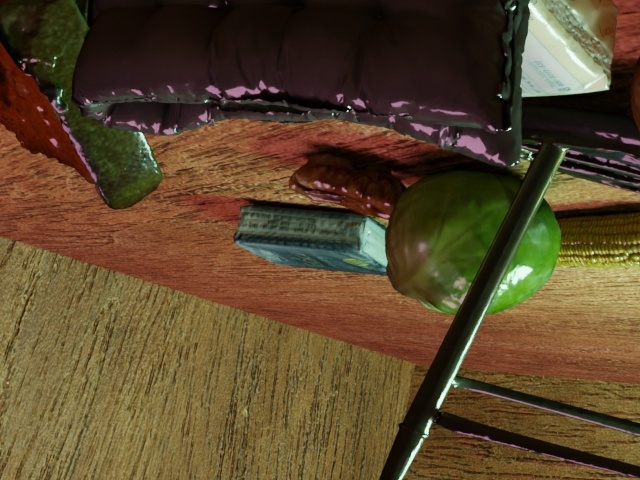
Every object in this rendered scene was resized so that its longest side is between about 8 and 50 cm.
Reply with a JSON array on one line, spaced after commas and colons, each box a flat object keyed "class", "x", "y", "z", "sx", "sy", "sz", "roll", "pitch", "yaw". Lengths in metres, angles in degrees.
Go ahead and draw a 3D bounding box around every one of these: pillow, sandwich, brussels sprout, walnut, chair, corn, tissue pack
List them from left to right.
[{"class": "sandwich", "x": -0.263, "y": -0.182, "z": 1.122, "sx": 0.301, "sy": 0.162, "sz": 0.250, "roll": 25, "pitch": 147, "yaw": 52}, {"class": "pillow", "x": -0.012, "y": -0.174, "z": 0.673, "sx": 0.326, "sy": 0.228, "sz": 0.101, "roll": 6, "pitch": 173, "yaw": 25}, {"class": "tissue pack", "x": 0.000, "y": 0.000, "z": 1.873, "sx": 0.257, "sy": 0.081, "sz": 0.185, "roll": 5, "pitch": 166, "yaw": 27}, {"class": "walnut", "x": 0.044, "y": -0.078, "z": 1.480, "sx": 0.170, "sy": 0.069, "sz": 0.143, "roll": 16, "pitch": 169, "yaw": -11}, {"class": "brussels sprout", "x": 0.197, "y": 0.004, "z": 1.399, "sx": 0.244, "sy": 0.244, "sz": 0.244, "roll": 12, "pitch": 169, "yaw": 2}, {"class": "tissue pack", "x": 0.128, "y": -0.185, "z": 0.815, "sx": 0.148, "sy": 0.092, "sz": 0.196, "roll": 3, "pitch": 164, "yaw": 36}, {"class": "chair", "x": 0.289, "y": 0.093, "z": 1.080, "sx": 0.365, "sy": 0.410, "sz": 0.362, "roll": 15, "pitch": -179, "yaw": 10}, {"class": "corn", "x": 0.393, "y": 0.001, "z": 1.462, "sx": 0.080, "sy": 0.080, "sz": 0.238, "roll": 20, "pitch": 167, "yaw": -31}]

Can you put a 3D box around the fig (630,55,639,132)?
[{"class": "fig", "x": 0.334, "y": -0.100, "z": 0.841, "sx": 0.148, "sy": 0.202, "sz": 0.149, "roll": 3, "pitch": 137, "yaw": -23}]
